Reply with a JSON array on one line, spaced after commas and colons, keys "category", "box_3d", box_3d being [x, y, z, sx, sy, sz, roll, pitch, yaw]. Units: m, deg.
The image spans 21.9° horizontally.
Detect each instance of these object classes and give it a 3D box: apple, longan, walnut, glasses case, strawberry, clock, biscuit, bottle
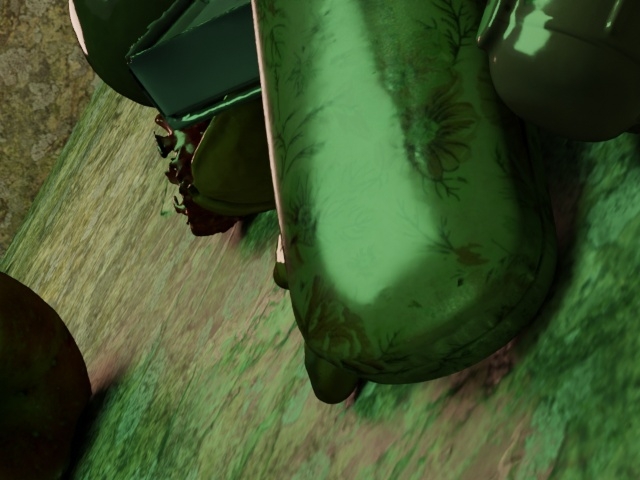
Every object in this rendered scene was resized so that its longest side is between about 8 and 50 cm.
[{"category": "apple", "box_3d": [-0.439, 0.185, 1.882, 0.339, 0.339, 0.339, -55, 16, 25]}, {"category": "longan", "box_3d": [-0.104, -0.222, 1.514, 0.215, 0.246, 0.246, 116, 177, -73]}, {"category": "walnut", "box_3d": [-0.021, -0.102, 1.409, 0.211, 0.087, 0.167, -56, -17, -9]}, {"category": "glasses case", "box_3d": [0.039, -0.115, 0.995, 0.156, 0.098, 0.425, -25, 55, 27]}, {"category": "strawberry", "box_3d": [-0.114, -0.073, 1.639, 0.086, 0.145, 0.145, -25, 14, -6]}, {"category": "clock", "box_3d": [-0.038, -0.172, 1.248, 0.193, 0.073, 0.145, -19, 24, 36]}, {"category": "biscuit", "box_3d": [0.000, -0.001, 1.153, 0.208, 0.047, 0.164, -110, 22, -64]}, {"category": "bottle", "box_3d": [0.168, -0.173, 0.859, 0.253, 0.120, 0.120, -64, 15, -10]}]
